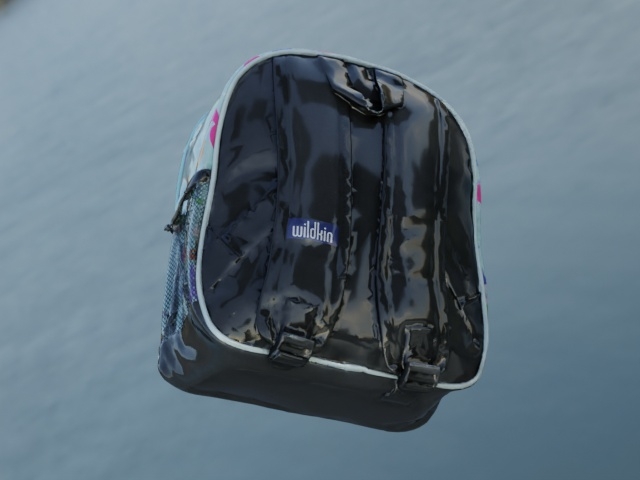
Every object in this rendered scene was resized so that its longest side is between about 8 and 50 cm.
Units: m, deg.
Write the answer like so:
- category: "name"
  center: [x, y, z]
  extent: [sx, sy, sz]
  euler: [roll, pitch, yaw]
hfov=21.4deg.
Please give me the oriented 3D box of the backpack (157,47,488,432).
- category: "backpack"
  center: [0.000, 0.000, 1.198]
  extent: [0.191, 0.225, 0.253]
  euler: [137, 141, -60]
